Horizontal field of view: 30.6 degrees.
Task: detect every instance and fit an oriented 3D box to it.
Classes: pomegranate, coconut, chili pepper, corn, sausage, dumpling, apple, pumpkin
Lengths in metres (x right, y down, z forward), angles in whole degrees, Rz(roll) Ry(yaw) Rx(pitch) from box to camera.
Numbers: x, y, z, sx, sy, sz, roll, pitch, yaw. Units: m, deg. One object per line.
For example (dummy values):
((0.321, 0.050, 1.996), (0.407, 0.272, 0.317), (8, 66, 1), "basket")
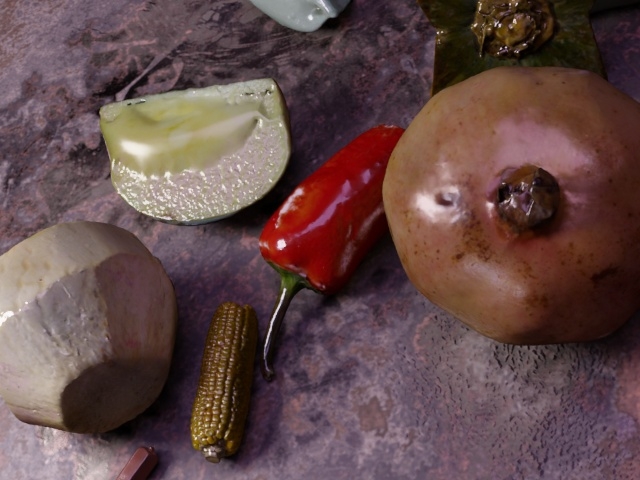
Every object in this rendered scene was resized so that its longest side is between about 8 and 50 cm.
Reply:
((0.234, -0.037, 1.301), (0.338, 0.338, 0.338), (-6, 58, 10), "pomegranate")
((-0.302, 0.097, 1.418), (0.259, 0.259, 0.259), (-6, 58, 10), "coconut")
((-0.004, -0.004, 1.463), (0.338, 0.131, 0.134), (-44, 50, -11), "chili pepper")
((-0.116, 0.169, 1.423), (0.068, 0.068, 0.207), (-1, 61, 14), "corn")
((-0.241, 0.307, 1.392), (0.030, 0.035, 0.147), (36, 68, -4), "sausage")
((-0.029, -0.386, 1.711), (0.149, 0.105, 0.216), (-45, 59, -14), "dumpling")
((-0.157, -0.103, 1.571), (0.264, 0.120, 0.193), (-8, 70, 12), "apple")
((0.254, -0.288, 1.487), (0.258, 0.290, 0.095), (-5, 31, 7), "pumpkin")

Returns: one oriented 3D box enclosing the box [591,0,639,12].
((0.429, -0.498, 1.629), (0.343, 0.177, 0.352), (-9, 57, 5), "box")
